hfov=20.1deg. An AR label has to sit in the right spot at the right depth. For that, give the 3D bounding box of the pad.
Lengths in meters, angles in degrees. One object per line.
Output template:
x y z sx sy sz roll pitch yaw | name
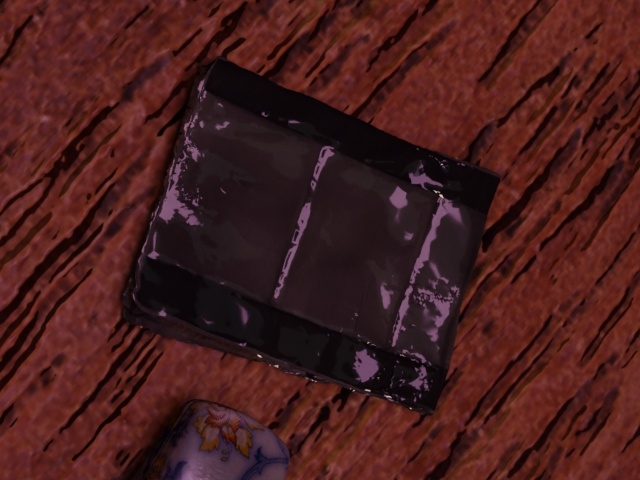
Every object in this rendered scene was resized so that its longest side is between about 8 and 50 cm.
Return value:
0.000 0.000 1.145 0.233 0.022 0.174 19 82 -26 | pad

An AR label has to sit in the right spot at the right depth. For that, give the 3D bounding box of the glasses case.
-0.100 0.215 1.077 0.087 0.065 0.248 33 77 -21 | glasses case
